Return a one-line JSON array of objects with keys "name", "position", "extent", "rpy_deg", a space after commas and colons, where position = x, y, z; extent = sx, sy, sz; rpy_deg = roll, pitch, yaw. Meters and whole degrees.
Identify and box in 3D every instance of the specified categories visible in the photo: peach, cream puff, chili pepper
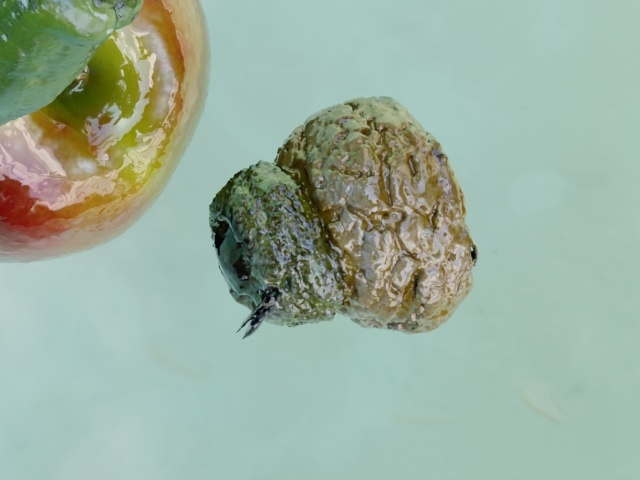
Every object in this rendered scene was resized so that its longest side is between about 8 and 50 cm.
[{"name": "peach", "position": [-0.240, -0.135, 1.192], "extent": [0.243, 0.380, 0.306], "rpy_deg": [-7, 113, -28]}, {"name": "cream puff", "position": [0.000, 0.000, 0.951], "extent": [0.169, 0.183, 0.183], "rpy_deg": [-20, 113, -23]}, {"name": "chili pepper", "position": [-0.116, -0.097, 0.528], "extent": [0.072, 0.204, 0.073], "rpy_deg": [49, 52, -17]}]
